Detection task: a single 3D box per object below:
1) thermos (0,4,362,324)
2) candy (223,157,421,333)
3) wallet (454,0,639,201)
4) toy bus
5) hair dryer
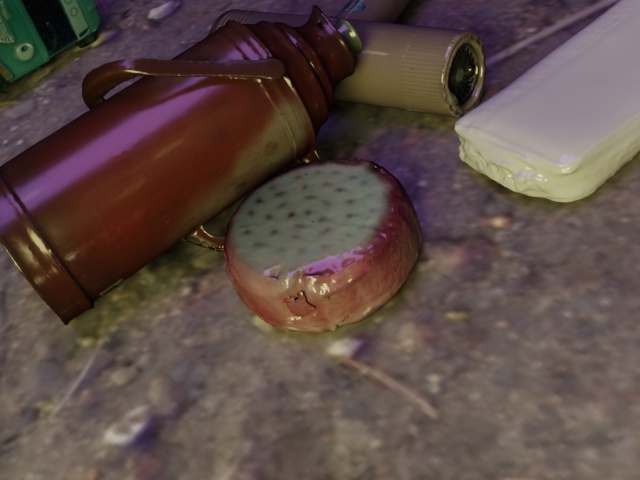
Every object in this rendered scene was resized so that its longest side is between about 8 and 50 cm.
[{"bbox_3d":[-0.071,-0.053,0.545,0.232,0.124,0.099,-34,-1,-12],"label":"thermos"},{"bbox_3d":[0.000,0.000,0.495,0.103,0.043,0.103,-13,38,11],"label":"candy"},{"bbox_3d":[0.162,-0.087,0.532,0.190,0.033,0.095,-38,39,-21],"label":"wallet"},{"bbox_3d":[-0.304,-0.232,0.850,0.147,0.128,0.256,-35,38,-19],"label":"toy bus"},{"bbox_3d":[0.063,-0.163,0.666,0.195,0.053,0.220,16,45,37],"label":"hair dryer"}]
